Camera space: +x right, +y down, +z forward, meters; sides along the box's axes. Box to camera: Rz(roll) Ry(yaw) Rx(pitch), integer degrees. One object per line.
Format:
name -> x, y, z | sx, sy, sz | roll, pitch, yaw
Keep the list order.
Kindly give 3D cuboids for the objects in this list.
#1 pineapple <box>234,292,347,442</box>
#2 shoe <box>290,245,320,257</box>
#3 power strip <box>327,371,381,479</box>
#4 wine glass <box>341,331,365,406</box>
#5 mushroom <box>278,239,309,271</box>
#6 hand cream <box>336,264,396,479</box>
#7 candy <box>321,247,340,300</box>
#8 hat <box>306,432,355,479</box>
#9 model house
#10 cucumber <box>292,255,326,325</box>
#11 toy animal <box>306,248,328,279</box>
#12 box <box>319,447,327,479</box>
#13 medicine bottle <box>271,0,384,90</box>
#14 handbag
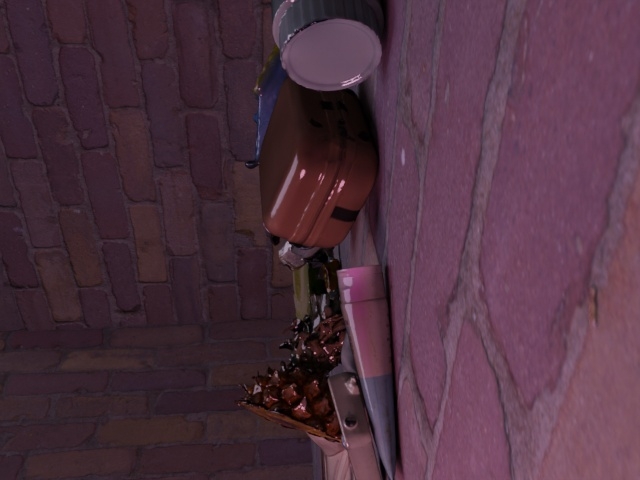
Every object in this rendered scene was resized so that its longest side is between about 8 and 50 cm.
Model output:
pineapple -> -0.007, 0.244, 1.392 | 0.262, 0.263, 0.271 | 100, -171, -71
shoe -> 0.022, -0.051, 1.380 | 0.251, 0.100, 0.103 | 127, 149, -45
power strip -> 0.058, 0.309, 1.074 | 0.270, 0.046, 0.117 | 77, 179, -50
wine glass -> 0.063, 0.208, 1.172 | 0.262, 0.074, 0.074 | 95, 171, -53
mushroom -> -0.045, -0.041, 1.970 | 0.096, 0.099, 0.277 | 44, -120, -48
hand cream -> 0.075, 0.194, 1.012 | 0.111, 0.070, 0.312 | 113, 151, -85
candy -> 0.028, 0.085, 1.686 | 0.053, 0.047, 0.182 | 93, 172, -65
hat -> 0.009, 0.448, 1.567 | 0.219, 0.164, 0.225 | -111, 40, -80
model house -> -0.051, -0.308, 1.538 | 0.237, 0.216, 0.303 | -116, 29, -80
cucumber -> -0.026, 0.135, 2.118 | 0.145, 0.105, 0.325 | 47, 147, 40
toy animal -> -0.001, 0.004, 1.915 | 0.105, 0.070, 0.202 | 42, -138, -77
box -> 0.034, 0.561, 1.777 | 0.214, 0.069, 0.353 | 102, 167, -74
medicine bottle -> 0.004, -0.379, 1.008 | 0.158, 0.158, 0.318 | 95, 172, -60
handbag -> -0.024, -0.113, 1.187 | 0.301, 0.149, 0.283 | -103, 33, -52
